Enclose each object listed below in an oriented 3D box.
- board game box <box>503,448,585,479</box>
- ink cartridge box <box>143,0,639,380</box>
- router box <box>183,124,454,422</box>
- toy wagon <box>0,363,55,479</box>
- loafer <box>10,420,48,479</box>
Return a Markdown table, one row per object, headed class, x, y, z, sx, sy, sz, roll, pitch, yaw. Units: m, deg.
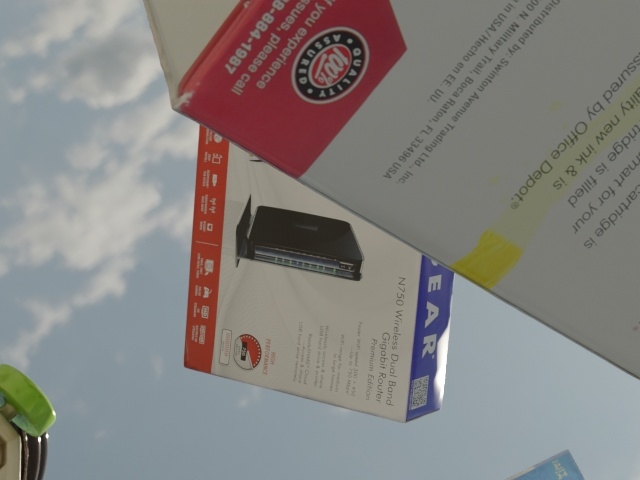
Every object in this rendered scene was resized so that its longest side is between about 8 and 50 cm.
| class | x | y | z | sx | sy | sz | roll | pitch | yaw |
| --- | --- | --- | --- | --- | --- | --- | --- | --- | --- |
| board game box | 0.119 | 0.248 | 1.157 | 0.211 | 0.160 | 0.039 | -25 | -111 | 0 |
| ink cartridge box | 0.135 | -0.123 | 0.810 | 0.279 | 0.384 | 0.160 | -50 | -149 | 17 |
| router box | 0.000 | 0.000 | 1.522 | 0.301 | 0.335 | 0.082 | 10 | -170 | 33 |
| toy wagon | -0.353 | 0.116 | 0.909 | 0.267 | 0.344 | 0.068 | -45 | -173 | -27 |
| loafer | -0.420 | 0.334 | 1.737 | 0.133 | 0.366 | 0.130 | 5 | -160 | 4 |
